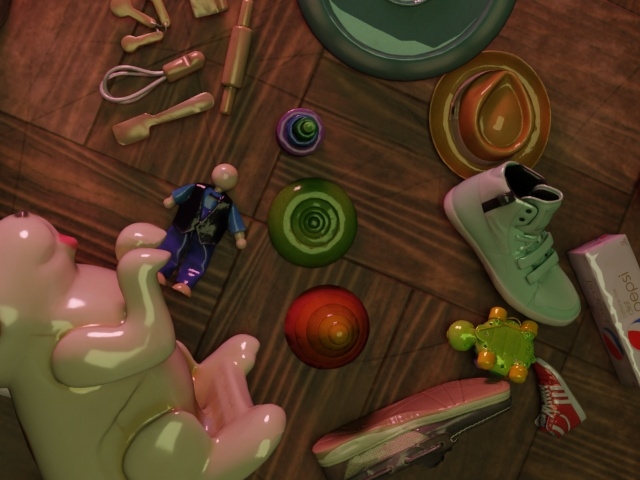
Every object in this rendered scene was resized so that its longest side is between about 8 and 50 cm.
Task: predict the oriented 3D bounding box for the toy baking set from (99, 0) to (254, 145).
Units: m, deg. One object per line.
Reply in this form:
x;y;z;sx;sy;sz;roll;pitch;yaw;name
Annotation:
-0.196;-0.248;1.377;0.197;0.030;0.256;7;89;-5;toy baking set

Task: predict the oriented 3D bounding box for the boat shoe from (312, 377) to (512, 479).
0.134;0.271;1.388;0.285;0.103;0.092;-20;98;-4;boat shoe

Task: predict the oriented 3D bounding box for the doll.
-0.161;-0.017;1.370;0.129;0.046;0.189;24;80;1;doll

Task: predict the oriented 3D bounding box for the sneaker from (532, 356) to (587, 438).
0.325;0.229;1.440;0.067;0.042;0.118;-37;97;-10;sneaker

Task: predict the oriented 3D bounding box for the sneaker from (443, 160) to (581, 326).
0.294;0.007;1.373;0.256;0.151;0.094;48;56;-5;sneaker

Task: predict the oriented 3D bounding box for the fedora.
0.247;-0.175;1.411;0.194;0.079;0.194;0;89;-8;fedora

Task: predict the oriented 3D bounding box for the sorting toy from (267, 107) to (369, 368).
0.000;0.000;1.354;0.127;0.126;0.365;-8;92;-8;sorting toy

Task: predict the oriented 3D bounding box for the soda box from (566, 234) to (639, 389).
0.433;0.102;1.439;0.069;0.074;0.216;-24;93;-7;soda box

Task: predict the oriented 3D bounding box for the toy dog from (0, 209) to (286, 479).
-0.304;0.139;1.213;0.395;0.284;0.408;-39;113;12;toy dog

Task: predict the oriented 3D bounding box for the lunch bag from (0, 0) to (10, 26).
-0.462;-0.396;1.233;0.169;0.235;0.287;-7;90;-13;lunch bag

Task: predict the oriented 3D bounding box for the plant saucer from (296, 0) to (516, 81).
0.118;-0.369;1.356;0.318;0.043;0.317;1;110;2;plant saucer

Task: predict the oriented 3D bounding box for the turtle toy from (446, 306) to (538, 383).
0.242;0.147;1.416;0.130;0.066;0.095;23;64;-5;turtle toy

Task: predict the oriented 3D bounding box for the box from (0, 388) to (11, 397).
-0.364;0.126;1.346;0.145;0.038;0.186;20;86;-8;box
